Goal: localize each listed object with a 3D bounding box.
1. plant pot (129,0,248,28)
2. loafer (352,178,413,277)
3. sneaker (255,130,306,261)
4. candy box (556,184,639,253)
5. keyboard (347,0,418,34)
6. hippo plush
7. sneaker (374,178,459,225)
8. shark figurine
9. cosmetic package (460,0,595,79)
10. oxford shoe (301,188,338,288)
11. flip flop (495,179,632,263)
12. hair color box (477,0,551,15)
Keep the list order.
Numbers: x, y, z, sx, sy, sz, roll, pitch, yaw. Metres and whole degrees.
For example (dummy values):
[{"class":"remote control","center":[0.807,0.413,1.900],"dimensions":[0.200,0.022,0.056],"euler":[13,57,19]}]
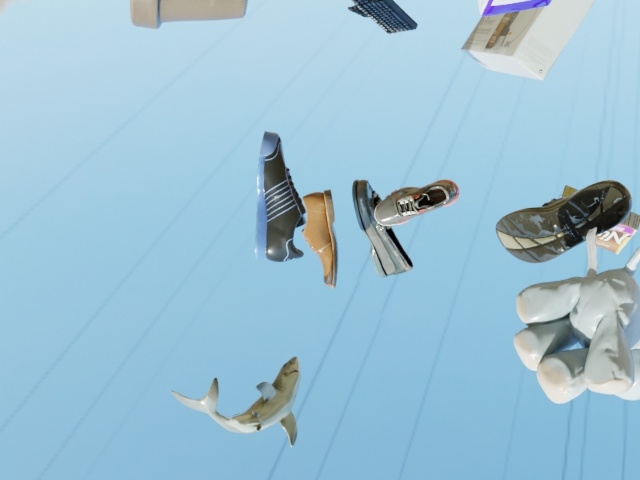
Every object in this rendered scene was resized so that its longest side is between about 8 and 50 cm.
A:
[{"class":"plant pot","center":[-0.256,-0.551,1.939],"dimensions":[0.229,0.263,0.263],"euler":[9,-149,-4]},{"class":"loafer","center":[0.142,-0.032,2.132],"dimensions":[0.084,0.267,0.096],"euler":[-6,-142,19]},{"class":"sneaker","center":[-0.068,-0.077,1.683],"dimensions":[0.090,0.232,0.081],"euler":[2,-171,-2]},{"class":"candy box","center":[0.631,-0.047,2.197],"dimensions":[0.186,0.109,0.053],"euler":[24,-123,4]},{"class":"keyboard","center":[0.113,-0.464,1.922],"dimensions":[0.108,0.023,0.180],"euler":[5,168,33]},{"class":"hippo plush","center":[0.484,0.149,1.616],"dimensions":[0.234,0.294,0.236],"euler":[8,169,45]},{"class":"sneaker","center":[0.162,-0.068,1.652],"dimensions":[0.158,0.061,0.065],"euler":[-22,-178,19]},{"class":"shark figurine","center":[-0.149,0.327,1.810],"dimensions":[0.116,0.166,0.278],"euler":[-9,178,44]},{"class":"cosmetic package","center":[0.472,-0.511,2.096],"dimensions":[0.097,0.284,0.377],"euler":[33,-174,-14]},{"class":"oxford shoe","center":[0.000,0.000,2.001],"dimensions":[0.076,0.212,0.076],"euler":[-8,-172,1]},{"class":"flip flop","center":[0.452,-0.041,1.753],"dimensions":[0.277,0.112,0.080],"euler":[-28,-176,39]},{"class":"hair color box","center":[0.241,-0.489,1.231],"dimensions":[0.110,0.339,0.185],"euler":[-11,173,-2]}]
